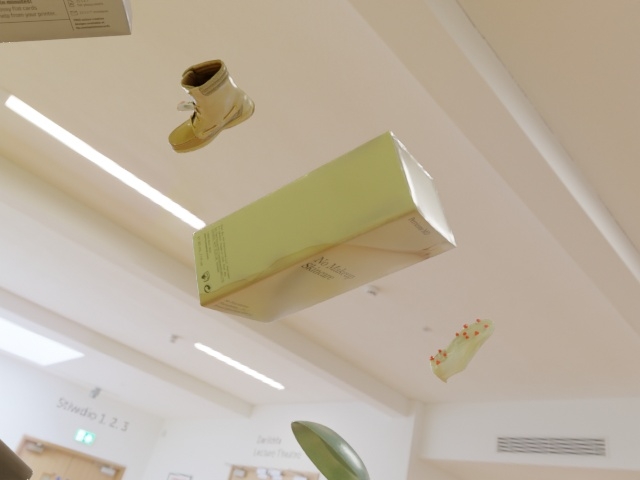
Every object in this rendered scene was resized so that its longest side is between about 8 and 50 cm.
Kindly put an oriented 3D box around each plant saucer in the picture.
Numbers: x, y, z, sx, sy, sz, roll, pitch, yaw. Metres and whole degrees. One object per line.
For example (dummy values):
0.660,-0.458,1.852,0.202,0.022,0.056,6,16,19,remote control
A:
0.028,0.377,0.882,0.195,0.037,0.195,36,-33,27,plant saucer

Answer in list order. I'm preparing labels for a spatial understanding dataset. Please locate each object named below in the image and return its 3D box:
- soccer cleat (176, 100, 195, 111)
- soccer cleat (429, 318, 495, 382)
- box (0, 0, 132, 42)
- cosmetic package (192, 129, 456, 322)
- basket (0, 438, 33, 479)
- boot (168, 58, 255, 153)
-0.389,-0.397,1.511,0.035,0.083,0.029,24,-60,26,soccer cleat
0.357,0.271,1.265,0.076,0.196,0.068,54,-5,-21,soccer cleat
-0.215,-0.223,0.325,0.145,0.038,0.186,-8,-41,-11,box
0.000,0.000,0.675,0.309,0.113,0.160,-24,-27,24,cosmetic package
-0.634,0.385,0.879,0.227,0.154,0.204,47,-6,-13,basket
-0.323,-0.348,1.336,0.261,0.095,0.203,-26,-24,7,boot
